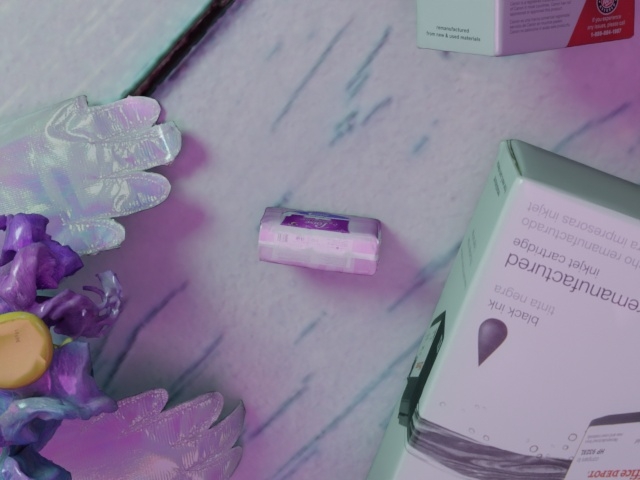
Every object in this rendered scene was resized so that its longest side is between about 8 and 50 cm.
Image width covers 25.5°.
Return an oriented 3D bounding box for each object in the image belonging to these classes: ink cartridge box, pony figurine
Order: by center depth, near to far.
[{"bbox_3d":[0.125,-0.205,0.846,0.127,0.072,0.175,-12,108,-37],"label":"ink cartridge box"},{"bbox_3d":[-0.225,0.082,0.875,0.350,0.363,0.303,-14,97,-8],"label":"pony figurine"},{"bbox_3d":[0.171,0.121,0.932,0.223,0.129,0.308,20,106,-2],"label":"ink cartridge box"}]

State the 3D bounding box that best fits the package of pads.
[{"bbox_3d":[0.000,0.000,0.953,0.083,0.050,0.032,7,105,2],"label":"package of pads"}]
